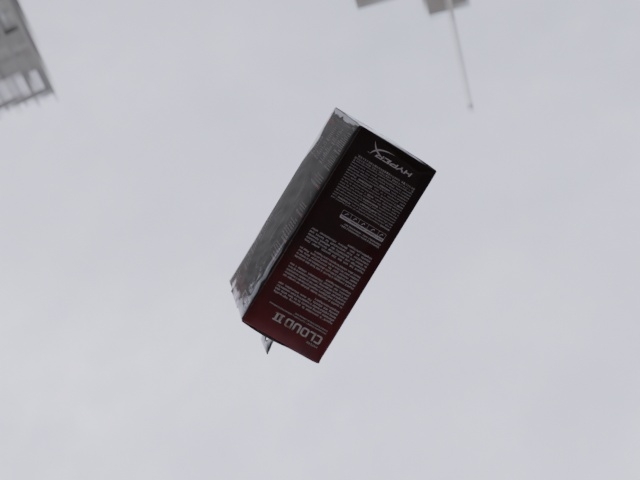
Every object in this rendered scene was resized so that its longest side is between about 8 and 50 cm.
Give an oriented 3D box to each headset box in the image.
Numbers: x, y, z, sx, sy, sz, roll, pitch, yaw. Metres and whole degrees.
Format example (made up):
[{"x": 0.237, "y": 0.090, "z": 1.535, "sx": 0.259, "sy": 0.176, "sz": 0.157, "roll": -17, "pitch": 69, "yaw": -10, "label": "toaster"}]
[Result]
[{"x": 0.000, "y": 0.000, "z": 0.519, "sx": 0.083, "sy": 0.032, "sz": 0.062, "roll": -60, "pitch": -169, "yaw": 5, "label": "headset box"}]
